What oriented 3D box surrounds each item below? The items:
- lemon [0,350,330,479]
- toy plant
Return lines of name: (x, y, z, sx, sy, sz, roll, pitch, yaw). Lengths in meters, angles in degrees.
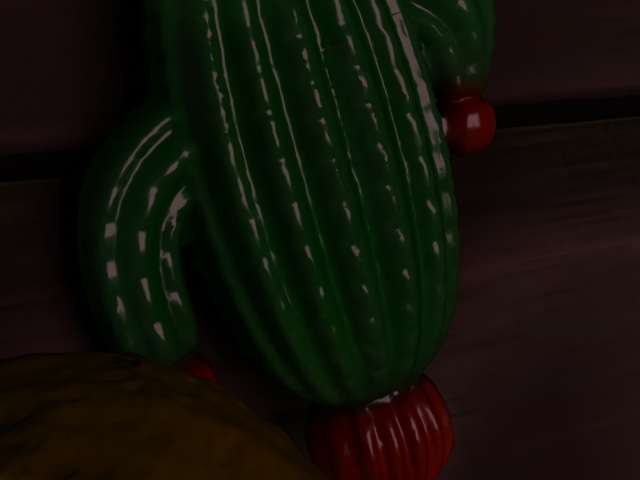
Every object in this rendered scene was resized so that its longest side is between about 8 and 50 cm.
lemon: (-0.068, 0.134, 0.500, 0.231, 0.192, 0.192, 50, 61, -24)
toy plant: (-0.011, -0.006, 0.619, 0.155, 0.088, 0.240, 6, 96, -26)
